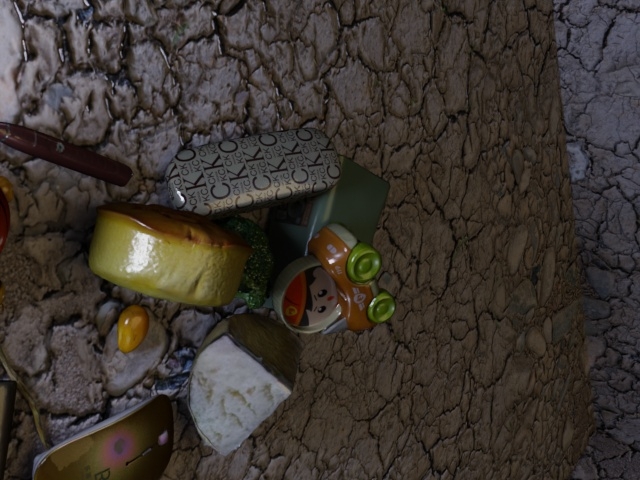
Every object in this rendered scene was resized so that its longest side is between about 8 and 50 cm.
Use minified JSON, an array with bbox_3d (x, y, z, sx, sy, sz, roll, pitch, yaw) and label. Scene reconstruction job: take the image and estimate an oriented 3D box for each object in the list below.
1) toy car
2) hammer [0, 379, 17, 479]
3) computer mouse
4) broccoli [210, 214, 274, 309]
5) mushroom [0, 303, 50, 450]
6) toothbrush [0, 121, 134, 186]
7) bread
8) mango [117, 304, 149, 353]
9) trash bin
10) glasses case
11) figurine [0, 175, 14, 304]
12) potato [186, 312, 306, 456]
[{"bbox_3d":[0.012,0.099,1.572,0.235,0.145,0.235,-11,117,-23],"label":"toy car"},{"bbox_3d":[-0.507,0.432,1.207,0.168,0.044,0.440,109,-14,-83],"label":"hammer"},{"bbox_3d":[-0.356,0.375,1.389,0.310,0.071,0.158,-20,114,-54],"label":"computer mouse"},{"bbox_3d":[-0.161,0.037,1.532,0.156,0.195,0.195,-47,142,11],"label":"broccoli"},{"bbox_3d":[-0.476,0.217,1.263,0.026,0.028,0.286,-103,-176,-68],"label":"mushroom"},{"bbox_3d":[-0.436,-0.149,1.232,0.364,0.040,0.041,21,79,-52],"label":"toothbrush"},{"bbox_3d":[-0.247,0.019,1.322,0.270,0.269,0.148,16,87,-52],"label":"bread"},{"bbox_3d":[-0.333,0.157,1.416,0.060,0.046,0.089,17,95,-50],"label":"mango"},{"bbox_3d":[0.000,0.000,1.722,0.223,0.158,0.344,24,78,-51],"label":"trash bin"},{"bbox_3d":[-0.121,-0.129,1.519,0.354,0.085,0.137,-15,80,-29],"label":"glasses case"},{"bbox_3d":[-0.526,0.012,1.015,0.320,0.196,0.323,29,84,-44],"label":"figurine"},{"bbox_3d":[-0.168,0.254,1.611,0.189,0.211,0.264,43,16,-6],"label":"potato"}]
